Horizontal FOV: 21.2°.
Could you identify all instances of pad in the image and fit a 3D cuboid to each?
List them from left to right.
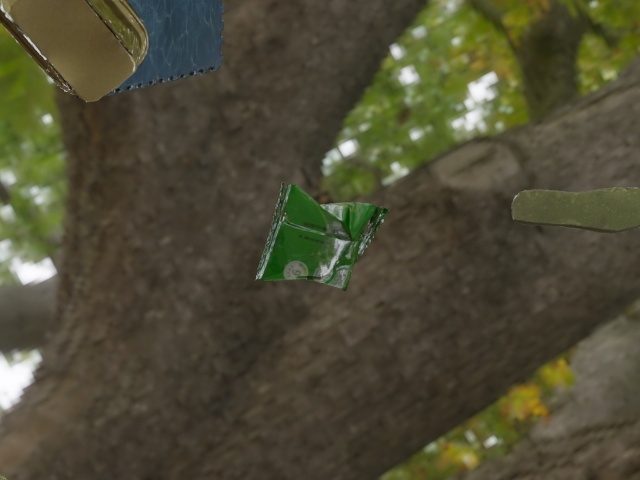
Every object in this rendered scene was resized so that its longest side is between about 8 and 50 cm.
[{"bbox_3d":[-0.187,-0.309,1.971,0.012,0.269,0.270,14,-69,30],"label":"pad"}]

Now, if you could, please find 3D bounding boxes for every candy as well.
[{"bbox_3d":[0.003,-0.001,2.411,0.078,0.203,0.141,12,-88,47],"label":"candy"}]

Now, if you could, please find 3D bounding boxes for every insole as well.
[{"bbox_3d":[0.330,-0.038,2.105,0.192,0.063,0.010,1,-22,20],"label":"insole"}]

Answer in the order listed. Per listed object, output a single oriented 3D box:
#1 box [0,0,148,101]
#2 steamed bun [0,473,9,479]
[{"bbox_3d":[-0.243,-0.211,1.639,0.111,0.111,0.177,16,-29,52],"label":"box"},{"bbox_3d":[-0.310,0.285,1.323,0.206,0.320,0.275,-7,-70,34],"label":"steamed bun"}]
